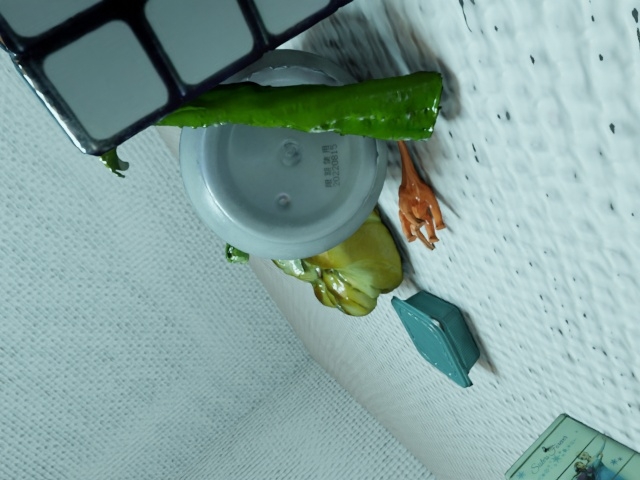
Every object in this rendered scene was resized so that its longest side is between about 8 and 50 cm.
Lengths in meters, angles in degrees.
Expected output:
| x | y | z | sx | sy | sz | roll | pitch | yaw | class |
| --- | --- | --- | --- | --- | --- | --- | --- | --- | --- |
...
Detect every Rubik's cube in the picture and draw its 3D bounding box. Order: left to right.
| x | y | z | sx | sy | sz | roll | pitch | yaw | class |
| --- | --- | --- | --- | --- | --- | --- | --- | --- | --- |
| -0.184 | -0.330 | 0.448 | 0.344 | 0.343 | 0.337 | 33 | 156 | 51 | Rubik's cube |

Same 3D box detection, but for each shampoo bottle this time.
| x | y | z | sx | sy | sz | roll | pitch | yaw | class |
| --- | --- | --- | --- | --- | --- | --- | --- | --- | --- |
| -0.054 | -0.115 | 0.711 | 0.273 | 0.273 | 0.266 | 55 | 178 | -13 | shampoo bottle |

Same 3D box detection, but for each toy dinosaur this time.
| x | y | z | sx | sy | sz | roll | pitch | yaw | class |
| --- | --- | --- | --- | --- | --- | --- | --- | --- | --- |
| 0.133 | -0.055 | 0.714 | 0.279 | 0.055 | 0.101 | 71 | 179 | -58 | toy dinosaur |

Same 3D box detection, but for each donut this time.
| x | y | z | sx | sy | sz | roll | pitch | yaw | class |
| --- | --- | --- | --- | --- | --- | --- | --- | --- | --- |
| 0.000 | 0.000 | 1.034 | 0.360 | 0.170 | 0.360 | 45 | 163 | 18 | donut |

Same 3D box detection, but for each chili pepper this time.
| x | y | z | sx | sy | sz | roll | pitch | yaw | class |
| --- | --- | --- | --- | --- | --- | --- | --- | --- | --- |
| -0.047 | -0.131 | 0.538 | 0.085 | 0.359 | 0.076 | 92 | 169 | -47 | chili pepper |

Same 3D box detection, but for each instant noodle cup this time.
| x | y | z | sx | sy | sz | roll | pitch | yaw | class |
| --- | --- | --- | --- | --- | --- | --- | --- | --- | --- |
| 0.223 | 0.173 | 0.962 | 0.179 | 0.070 | 0.157 | 58 | 165 | -26 | instant noodle cup |

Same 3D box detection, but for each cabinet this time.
| x | y | z | sx | sy | sz | roll | pitch | yaw | class |
| --- | --- | --- | --- | --- | --- | --- | --- | --- | --- |
| 0.415 | 0.389 | 0.743 | 0.150 | 0.145 | 0.206 | 57 | 164 | -20 | cabinet |

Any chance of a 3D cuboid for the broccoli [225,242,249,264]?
| x | y | z | sx | sy | sz | roll | pitch | yaw | class |
| --- | --- | --- | --- | --- | --- | --- | --- | --- | --- |
| -0.245 | -0.089 | 1.319 | 0.198 | 0.275 | 0.177 | 16 | 172 | 10 | broccoli |
